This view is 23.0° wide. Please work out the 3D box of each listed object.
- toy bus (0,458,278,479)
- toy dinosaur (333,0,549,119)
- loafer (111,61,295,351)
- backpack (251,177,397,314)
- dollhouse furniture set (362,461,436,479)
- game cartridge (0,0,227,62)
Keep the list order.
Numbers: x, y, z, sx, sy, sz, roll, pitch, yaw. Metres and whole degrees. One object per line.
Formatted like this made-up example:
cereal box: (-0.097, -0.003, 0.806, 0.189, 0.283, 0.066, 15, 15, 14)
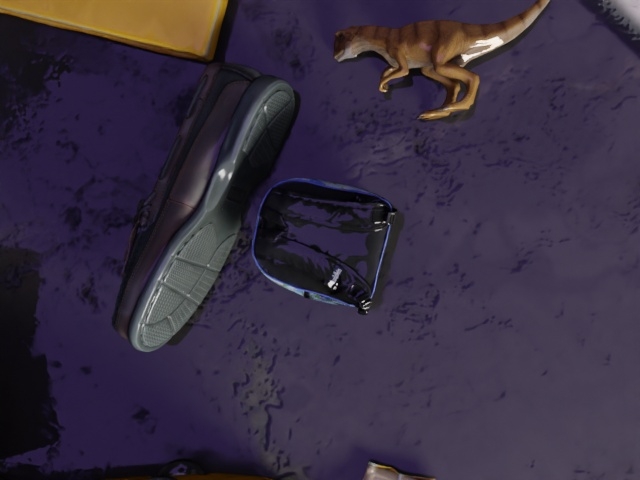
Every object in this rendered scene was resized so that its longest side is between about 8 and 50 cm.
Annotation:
toy bus: (-0.188, 0.268, 1.374, 0.333, 0.108, 0.130, -5, 90, 5)
toy dinosaur: (0.115, -0.167, 1.372, 0.211, 0.064, 0.112, -6, 87, 5)
loafer: (-0.117, -0.033, 1.391, 0.084, 0.096, 0.267, 26, 85, 25)
backpack: (0.000, 0.000, 1.369, 0.114, 0.084, 0.105, 15, 90, 1)
dollhouse furniture set: (0.057, 0.279, 1.390, 0.076, 0.058, 0.151, 15, 71, 13)
game cartridge: (-0.194, -0.348, 1.418, 0.285, 0.053, 0.323, 15, 88, 6)
